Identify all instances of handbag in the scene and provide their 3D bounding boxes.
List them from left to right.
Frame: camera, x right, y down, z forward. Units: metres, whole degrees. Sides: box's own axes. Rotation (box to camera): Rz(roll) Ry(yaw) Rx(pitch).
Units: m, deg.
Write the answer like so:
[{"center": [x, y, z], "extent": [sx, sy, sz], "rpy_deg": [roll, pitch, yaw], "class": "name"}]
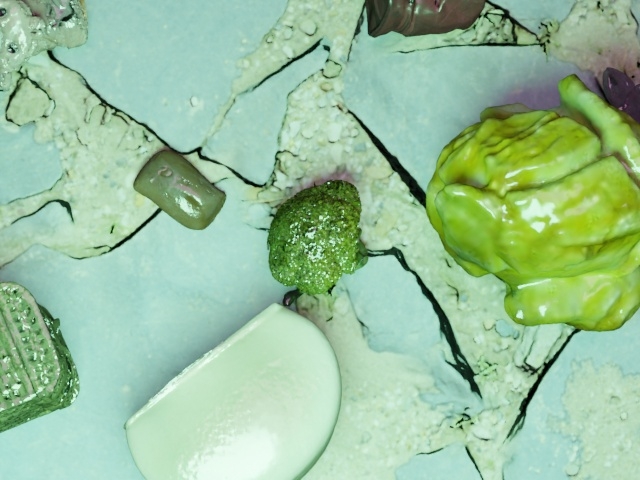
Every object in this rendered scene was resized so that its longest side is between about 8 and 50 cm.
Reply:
[{"center": [0.101, -0.339, 1.891], "extent": [0.135, 0.146, 0.225], "rpy_deg": [-7, 83, -10], "class": "handbag"}]

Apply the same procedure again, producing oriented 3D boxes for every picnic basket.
[{"center": [-0.340, 0.128, 1.777], "extent": [0.154, 0.196, 0.134], "rpy_deg": [-24, 82, -5], "class": "picnic basket"}]

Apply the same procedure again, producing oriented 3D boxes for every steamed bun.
[{"center": [-0.079, 0.195, 1.806], "extent": [0.241, 0.146, 0.164], "rpy_deg": [-37, 82, -7], "class": "steamed bun"}]

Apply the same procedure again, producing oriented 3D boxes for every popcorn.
[{"center": [0.244, -0.030, 1.822], "extent": [0.225, 0.276, 0.276], "rpy_deg": [-41, 87, -18], "class": "popcorn"}]

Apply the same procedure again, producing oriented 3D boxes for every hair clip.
[{"center": [0.366, -0.116, 1.924], "extent": [0.187, 0.056, 0.146], "rpy_deg": [8, 89, -5], "class": "hair clip"}]

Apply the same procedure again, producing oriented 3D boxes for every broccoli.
[{"center": [0.000, 0.000, 1.859], "extent": [0.120, 0.130, 0.131], "rpy_deg": [21, 45, -40], "class": "broccoli"}]

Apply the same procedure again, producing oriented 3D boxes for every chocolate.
[{"center": [-0.158, -0.056, 1.894], "extent": [0.100, 0.031, 0.064], "rpy_deg": [40, 87, 1], "class": "chocolate"}]

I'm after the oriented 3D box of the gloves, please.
[{"center": [-0.331, -0.242, 1.880], "extent": [0.144, 0.094, 0.110], "rpy_deg": [-34, 97, -15], "class": "gloves"}]
